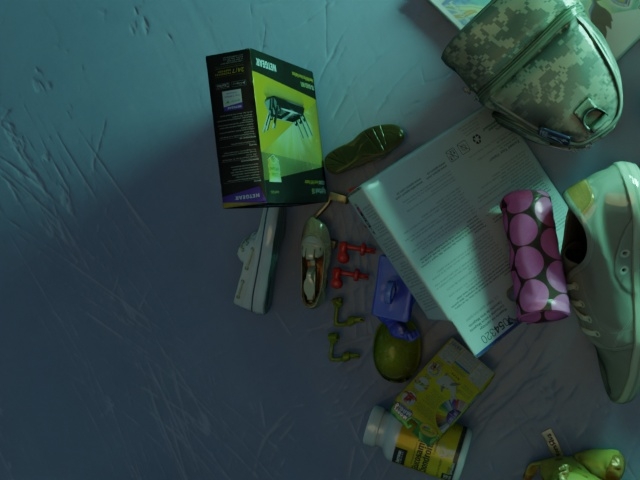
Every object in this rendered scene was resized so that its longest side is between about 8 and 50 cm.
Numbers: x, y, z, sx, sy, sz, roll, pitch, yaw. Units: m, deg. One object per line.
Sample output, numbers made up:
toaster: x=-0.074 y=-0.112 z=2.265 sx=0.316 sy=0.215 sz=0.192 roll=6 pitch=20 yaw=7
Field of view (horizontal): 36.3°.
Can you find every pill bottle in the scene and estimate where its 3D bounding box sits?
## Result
pill bottle: x=0.175 y=0.361 z=1.766 sx=0.184 sy=0.103 sz=0.103 roll=16 pitch=100 yaw=11

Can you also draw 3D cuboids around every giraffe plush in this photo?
giraffe plush: x=0.445 y=0.438 z=1.674 sx=0.181 sy=0.170 sz=0.210 roll=-44 pitch=86 yaw=15

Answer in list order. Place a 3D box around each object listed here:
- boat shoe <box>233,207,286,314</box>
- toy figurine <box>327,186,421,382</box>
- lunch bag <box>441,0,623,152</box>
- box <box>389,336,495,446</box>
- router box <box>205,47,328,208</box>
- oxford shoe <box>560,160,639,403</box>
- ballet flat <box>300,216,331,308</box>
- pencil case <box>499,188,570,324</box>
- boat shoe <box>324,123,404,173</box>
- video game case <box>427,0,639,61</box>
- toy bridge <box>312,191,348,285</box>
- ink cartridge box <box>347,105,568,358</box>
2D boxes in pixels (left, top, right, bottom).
boat shoe: x=-0.119 y=0.026 z=1.806 sx=0.076 sy=0.083 sz=0.226 roll=13 pitch=100 yaw=11
toy figurine: x=0.102 y=0.092 z=1.683 sx=0.191 sy=0.217 sz=0.362 roll=11 pitch=101 yaw=6
lunch bag: x=0.351 y=-0.256 z=1.506 sx=0.212 sy=0.305 sz=0.256 roll=-45 pitch=84 yaw=15
box: x=0.212 y=0.271 z=1.725 sx=0.105 sy=0.043 sz=0.179 roll=41 pitch=70 yaw=17
router box: x=-0.082 y=-0.178 z=1.646 sx=0.081 sy=0.309 sz=0.243 roll=-6 pitch=91 yaw=19
oxford shoe: x=0.453 y=0.078 z=1.577 sx=0.130 sy=0.169 sz=0.449 roll=-11 pitch=123 yaw=2
ballet flat: x=-0.011 y=0.043 z=1.770 sx=0.057 sy=0.052 sz=0.168 roll=1 pitch=97 yaw=16
pencil case: x=0.334 y=0.028 z=1.546 sx=0.095 sy=0.098 sz=0.209 roll=-4 pitch=75 yaw=4
boat shoe: x=0.081 y=-0.162 z=1.760 sx=0.153 sy=0.048 sz=0.056 roll=-28 pitch=77 yaw=9
video game case: x=0.387 y=-0.420 z=1.653 sx=0.329 sy=0.036 sz=0.300 roll=45 pitch=105 yaw=5
toy bridge: x=0.000 y=0.000 z=1.804 sx=0.063 sy=0.026 sz=0.188 roll=17 pitch=101 yaw=13
ink cartridge box: x=0.259 y=-0.022 z=1.617 sx=0.324 sy=0.071 sz=0.330 roll=-33 pitch=91 yaw=-27
